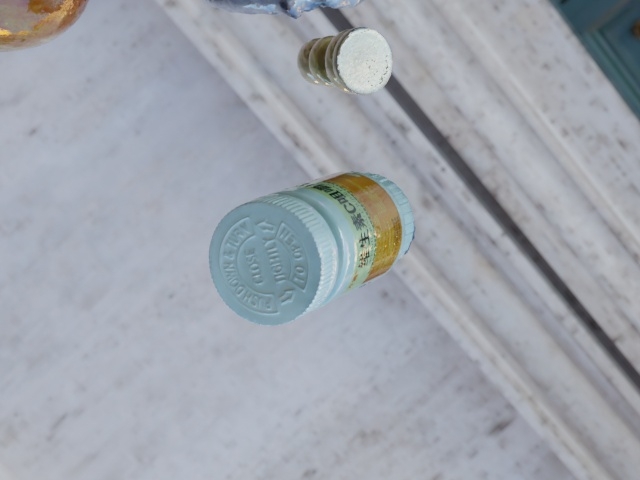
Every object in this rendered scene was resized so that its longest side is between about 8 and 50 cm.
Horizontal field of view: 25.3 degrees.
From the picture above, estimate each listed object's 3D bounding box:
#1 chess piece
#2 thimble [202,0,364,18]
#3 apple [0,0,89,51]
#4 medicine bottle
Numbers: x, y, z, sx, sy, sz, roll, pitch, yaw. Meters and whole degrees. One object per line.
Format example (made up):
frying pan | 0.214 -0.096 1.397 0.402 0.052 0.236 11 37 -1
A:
chess piece | 0.025 -0.258 2.034 0.094 0.094 0.170 -47 -155 -12
thimble | -0.042 -0.363 1.720 0.217 0.157 0.245 -8 -160 -13
apple | -0.419 -0.376 1.758 0.301 0.301 0.301 -35 -157 17
medicine bottle | 0.000 0.000 1.838 0.158 0.158 0.318 -30 176 27
